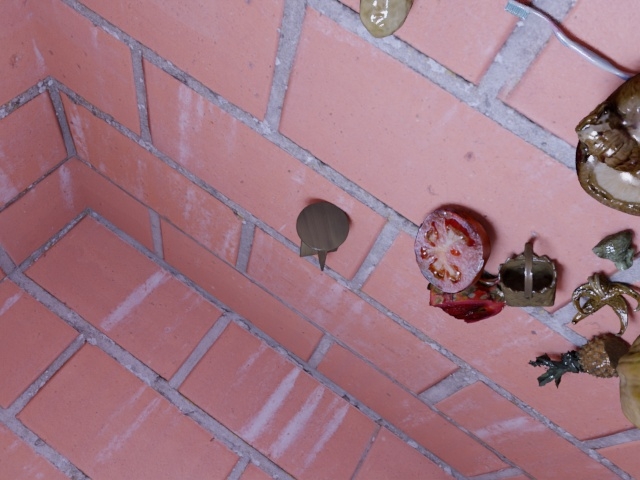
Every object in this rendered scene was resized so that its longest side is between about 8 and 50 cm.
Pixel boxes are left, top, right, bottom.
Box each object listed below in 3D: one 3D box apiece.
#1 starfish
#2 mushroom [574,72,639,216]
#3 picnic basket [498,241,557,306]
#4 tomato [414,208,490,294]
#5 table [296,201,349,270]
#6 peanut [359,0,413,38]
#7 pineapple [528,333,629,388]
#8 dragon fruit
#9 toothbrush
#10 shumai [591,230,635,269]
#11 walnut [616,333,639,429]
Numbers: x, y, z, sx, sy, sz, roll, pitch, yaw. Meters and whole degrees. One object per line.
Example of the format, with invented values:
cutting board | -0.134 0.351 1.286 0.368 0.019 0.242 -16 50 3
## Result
starfish | 0.692 0.162 1.289 0.146 0.074 0.190 31 148 14
mushroom | 0.576 -0.166 0.908 0.278 0.163 0.297 28 149 0
picnic basket | 0.515 0.084 1.311 0.137 0.128 0.178 -3 144 20
tomato | 0.353 0.026 1.389 0.225 0.085 0.225 11 105 47
table | 0.000 0.000 1.730 0.167 0.167 0.227 32 157 10
peanut | 0.124 -0.498 0.962 0.111 0.125 0.274 25 146 21
pineapple | 0.711 0.344 1.461 0.119 0.130 0.277 49 151 5
dragon fruit | 0.441 0.140 1.487 0.211 0.134 0.262 -11 155 31
toothbrush | 0.443 -0.351 0.927 0.269 0.021 0.027 34 126 5
shumai | 0.652 0.029 1.152 0.080 0.083 0.082 58 -173 4
walnut | 0.824 0.321 1.144 0.306 0.306 0.344 47 157 -14
